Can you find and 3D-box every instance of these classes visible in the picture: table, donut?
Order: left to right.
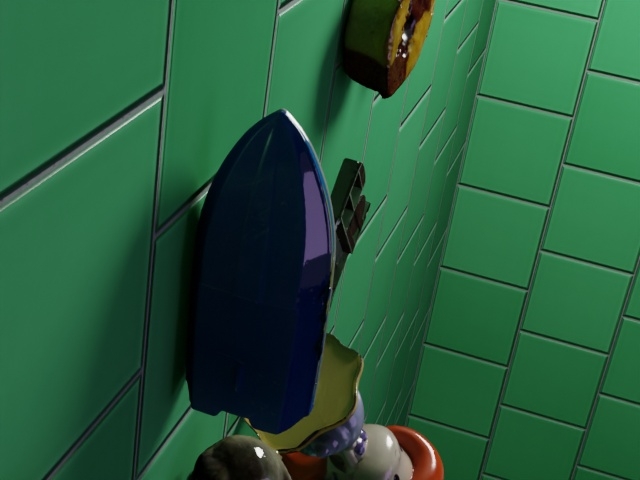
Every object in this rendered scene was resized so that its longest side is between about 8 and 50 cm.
[{"bbox_3d":[0.000,0.000,1.339,0.146,0.062,0.175,68,40,-71],"label":"table"},{"bbox_3d":[0.082,-0.262,1.365,0.166,0.073,0.184,95,17,-44],"label":"donut"}]

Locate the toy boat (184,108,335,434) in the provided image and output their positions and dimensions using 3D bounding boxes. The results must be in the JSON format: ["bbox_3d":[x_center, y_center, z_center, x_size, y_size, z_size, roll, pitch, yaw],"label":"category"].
[{"bbox_3d":[-0.048,0.022,0.984,0.088,0.129,0.295,-55,156,-58],"label":"toy boat"}]

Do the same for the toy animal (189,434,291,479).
[{"bbox_3d":[-0.111,0.310,1.111,0.233,0.121,0.169,-48,136,-45],"label":"toy animal"}]

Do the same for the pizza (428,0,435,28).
[{"bbox_3d":[0.124,-0.348,1.508,0.161,0.062,0.182,-53,151,-44],"label":"pizza"}]

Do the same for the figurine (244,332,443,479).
[{"bbox_3d":[0.019,0.256,1.392,0.257,0.208,0.181,60,-3,-37],"label":"figurine"}]
